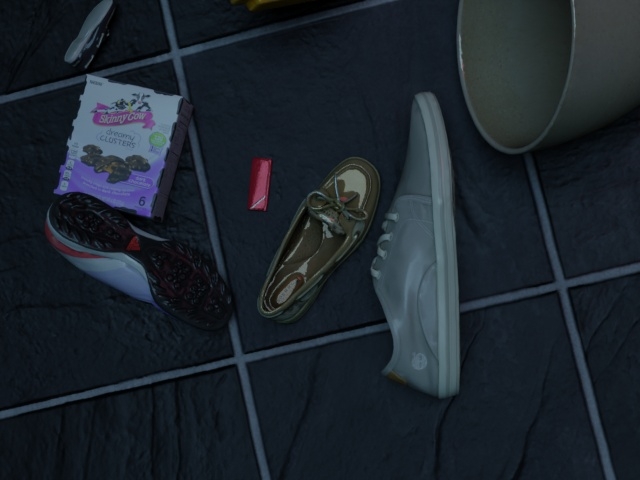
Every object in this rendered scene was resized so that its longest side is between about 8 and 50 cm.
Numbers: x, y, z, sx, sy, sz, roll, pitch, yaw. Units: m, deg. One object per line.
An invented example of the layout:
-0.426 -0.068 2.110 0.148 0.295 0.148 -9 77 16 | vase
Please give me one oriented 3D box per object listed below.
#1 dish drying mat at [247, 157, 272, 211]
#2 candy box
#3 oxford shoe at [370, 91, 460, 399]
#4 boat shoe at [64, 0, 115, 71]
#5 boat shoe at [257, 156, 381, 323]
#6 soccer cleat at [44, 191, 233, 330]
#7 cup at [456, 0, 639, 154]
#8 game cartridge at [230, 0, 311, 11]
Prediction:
-0.095 -0.088 1.664 0.032 0.008 0.083 5 85 9 | dish drying mat
-0.307 -0.144 1.666 0.165 0.070 0.196 14 86 9 | candy box
0.137 0.006 1.549 0.130 0.169 0.449 -1 89 9 | oxford shoe
-0.363 -0.330 1.711 0.046 0.038 0.125 21 79 51 | boat shoe
0.000 0.000 1.600 0.105 0.089 0.285 29 88 10 | boat shoe
-0.280 0.042 1.640 0.318 0.116 0.108 32 60 -6 | soccer cleat
0.368 -0.292 1.495 0.237 0.331 0.331 -5 83 -17 | cup
-0.056 -0.514 1.589 0.285 0.053 0.323 -20 87 -33 | game cartridge
